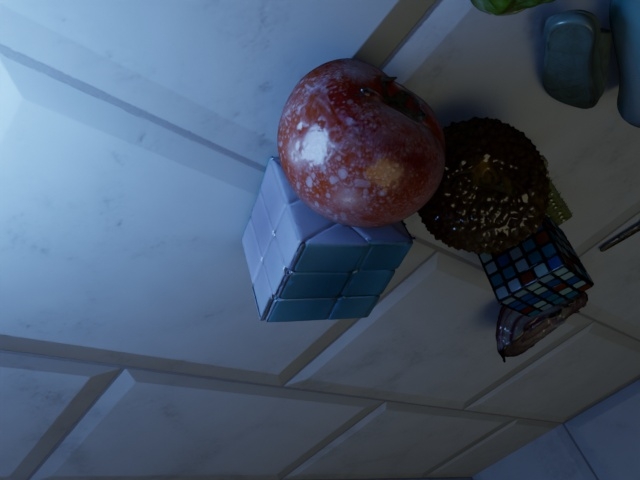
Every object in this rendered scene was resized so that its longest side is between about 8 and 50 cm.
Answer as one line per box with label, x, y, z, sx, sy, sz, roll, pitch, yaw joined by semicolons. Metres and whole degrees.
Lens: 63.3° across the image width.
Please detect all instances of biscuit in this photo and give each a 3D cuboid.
biscuit;0.542;-0.073;1.297;0.139;0.016;0.231;-37;137;19

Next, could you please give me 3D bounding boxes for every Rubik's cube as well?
Rubik's cube;0.523;0.057;1.286;0.184;0.187;0.182;22;131;-41
Rubik's cube;0.000;0.000;0.978;0.231;0.221;0.224;1;136;-25

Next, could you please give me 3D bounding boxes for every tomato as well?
tomato;0.057;-0.143;0.812;0.270;0.270;0.227;14;135;-35

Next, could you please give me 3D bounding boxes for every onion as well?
onion;0.658;0.235;1.606;0.314;0.146;0.280;-43;150;10

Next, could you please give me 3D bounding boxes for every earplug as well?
earplug;0.582;-0.365;0.892;0.185;0.185;0.324;-35;131;15

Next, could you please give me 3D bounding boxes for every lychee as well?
lychee;0.296;-0.097;0.995;0.268;0.267;0.267;-12;139;-11

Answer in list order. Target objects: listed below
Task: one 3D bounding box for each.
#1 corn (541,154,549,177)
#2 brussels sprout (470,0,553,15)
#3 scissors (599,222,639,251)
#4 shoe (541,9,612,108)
corn;0.396;-0.118;1.137;0.211;0.087;0.087;-39;137;25
brussels sprout;0.266;-0.396;0.711;0.162;0.143;0.181;20;171;-6
scissors;0.950;-0.057;1.487;0.318;0.024;0.160;-37;138;17
shoe;0.458;-0.332;0.921;0.251;0.103;0.100;36;79;-57
